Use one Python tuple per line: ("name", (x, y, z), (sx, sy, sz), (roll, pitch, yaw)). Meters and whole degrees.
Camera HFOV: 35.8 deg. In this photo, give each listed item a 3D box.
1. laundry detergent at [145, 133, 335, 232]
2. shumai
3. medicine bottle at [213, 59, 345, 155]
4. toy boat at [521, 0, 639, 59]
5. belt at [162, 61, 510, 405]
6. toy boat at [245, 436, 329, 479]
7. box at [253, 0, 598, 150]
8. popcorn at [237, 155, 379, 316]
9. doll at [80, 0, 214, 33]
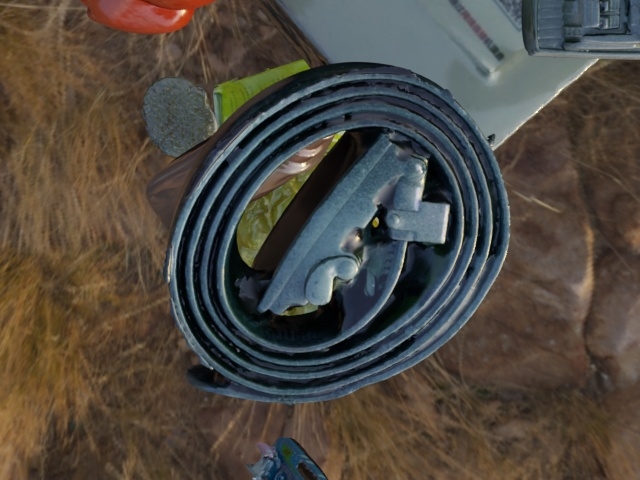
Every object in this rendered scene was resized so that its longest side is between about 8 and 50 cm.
("laundry detergent", (-0.045, -0.090, 0.918), (0.171, 0.237, 0.076), (-38, 98, -40))
("shumai", (-0.202, -0.173, 1.431), (0.099, 0.087, 0.123), (-21, 92, -3))
("medicine bottle", (-0.038, -0.201, 1.587), (0.137, 0.250, 0.141), (-8, 90, -49))
("toy boat", (0.288, -0.179, 0.768), (0.261, 0.085, 0.078), (-4, 105, -3))
("belt", (0.000, 0.000, 0.683), (0.267, 0.116, 0.206), (-43, 105, 4))
("toy boat", (-0.038, 0.523, 1.959), (0.092, 0.299, 0.134), (6, 116, -43))
("box", (0.127, -0.310, 0.952), (0.396, 0.111, 0.396), (-40, 91, -8))
("popcorn", (-0.006, -0.001, 1.252), (0.250, 0.241, 0.234), (19, 112, -10))
("doll", (-0.107, -0.249, 0.753), (0.130, 0.161, 0.290), (20, 143, -34))
